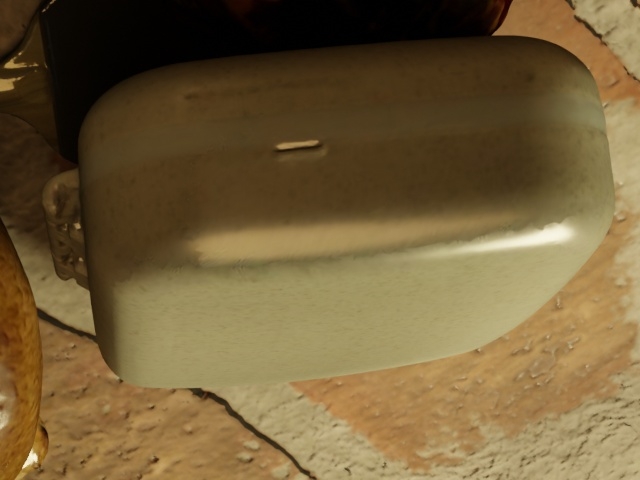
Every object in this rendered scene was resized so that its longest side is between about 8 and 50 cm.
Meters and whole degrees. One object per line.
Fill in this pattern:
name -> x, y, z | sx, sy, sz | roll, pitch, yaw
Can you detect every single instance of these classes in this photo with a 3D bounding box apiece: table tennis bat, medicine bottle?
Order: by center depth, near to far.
medicine bottle -> 0.000, 0.000, 0.959 | 0.282, 0.123, 0.375 | -7, 168, -7
table tennis bat -> -0.135, -0.092, 1.048 | 0.246, 0.022, 0.138 | -8, 125, -7

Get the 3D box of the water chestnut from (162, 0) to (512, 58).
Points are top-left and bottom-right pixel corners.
water chestnut -> 0.016, -0.180, 0.896 | 0.224, 0.238, 0.223 | -13, 114, -30

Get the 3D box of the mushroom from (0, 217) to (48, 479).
mushroom -> -0.319, 0.071, 1.010 | 0.345, 0.239, 0.345 | -2, 97, -15
